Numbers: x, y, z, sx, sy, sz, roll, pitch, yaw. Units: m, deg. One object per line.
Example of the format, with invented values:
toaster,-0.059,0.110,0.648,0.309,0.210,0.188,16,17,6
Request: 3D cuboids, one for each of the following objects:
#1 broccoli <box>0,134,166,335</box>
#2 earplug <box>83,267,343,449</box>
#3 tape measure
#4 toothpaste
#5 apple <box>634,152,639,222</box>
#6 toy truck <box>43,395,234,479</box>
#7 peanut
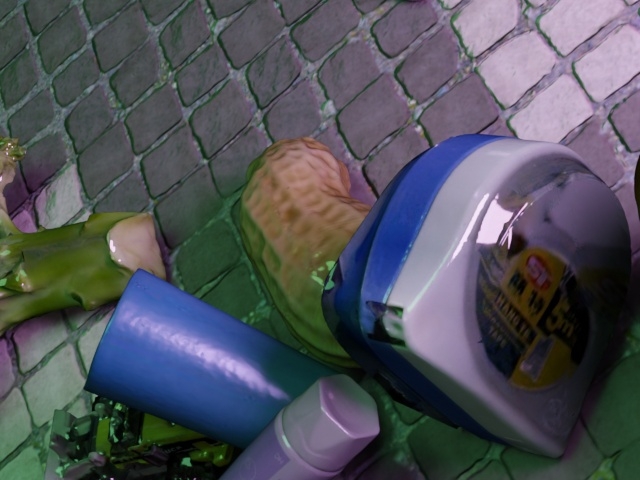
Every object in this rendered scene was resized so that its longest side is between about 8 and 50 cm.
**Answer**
broccoli,-0.395,0.074,2.149,0.397,0.275,0.353,24,100,26
earplug,-0.082,0.142,1.791,0.132,0.273,0.132,24,-90,-90
tape measure,0.161,0.040,1.630,0.138,0.259,0.262,20,75,45
toothpaste,-0.084,0.257,1.744,0.080,0.125,0.371,52,123,8
apple,0.427,-0.003,1.403,0.374,0.374,0.384,-43,6,13
toy truck,-0.204,0.213,1.936,0.285,0.111,0.136,-17,54,33
peanut,0.000,0.000,1.874,0.153,0.140,0.325,-18,43,-4
